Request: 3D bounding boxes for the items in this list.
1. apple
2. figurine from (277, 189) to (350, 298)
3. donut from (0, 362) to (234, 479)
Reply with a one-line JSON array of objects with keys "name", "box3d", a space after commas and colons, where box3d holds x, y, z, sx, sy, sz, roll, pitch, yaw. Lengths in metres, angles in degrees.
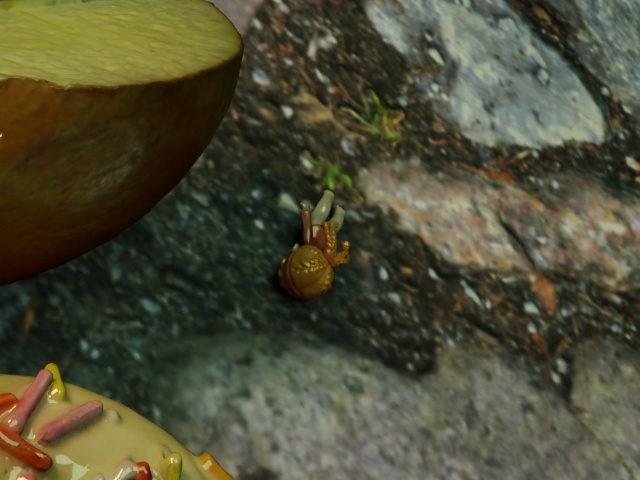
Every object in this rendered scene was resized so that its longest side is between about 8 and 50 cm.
[{"name": "apple", "box3d": [-0.184, -0.070, 1.048, 0.346, 0.254, 0.179, -13, 84, -52]}, {"name": "figurine", "box3d": [0.000, 0.000, 1.295, 0.064, 0.047, 0.109, 54, 35, -26]}, {"name": "donut", "box3d": [-0.195, 0.226, 0.932, 0.307, 0.150, 0.371, 26, 50, -19]}]
